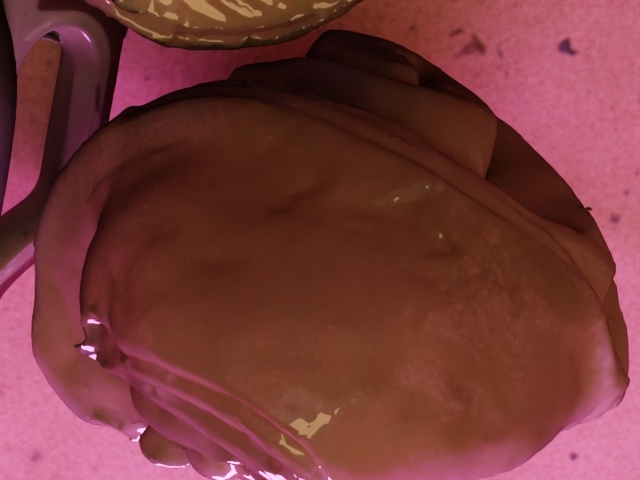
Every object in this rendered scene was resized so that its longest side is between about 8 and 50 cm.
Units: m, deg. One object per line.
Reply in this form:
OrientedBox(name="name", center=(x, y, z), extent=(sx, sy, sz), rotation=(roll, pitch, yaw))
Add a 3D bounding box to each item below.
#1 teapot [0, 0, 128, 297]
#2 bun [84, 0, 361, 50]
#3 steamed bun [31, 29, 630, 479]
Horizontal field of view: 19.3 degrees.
OrientedBox(name="teapot", center=(-0.255, -0.056, 1.100), extent=(0.315, 0.233, 0.312), rotation=(5, 112, -48))
OrientedBox(name="bun", center=(-0.061, -0.239, 1.072), extent=(0.259, 0.152, 0.259), rotation=(-1, 109, -4))
OrientedBox(name="steamed bun", center=(0.000, 0.000, 1.105), extent=(0.352, 0.339, 0.247), rotation=(-15, 106, -40))
